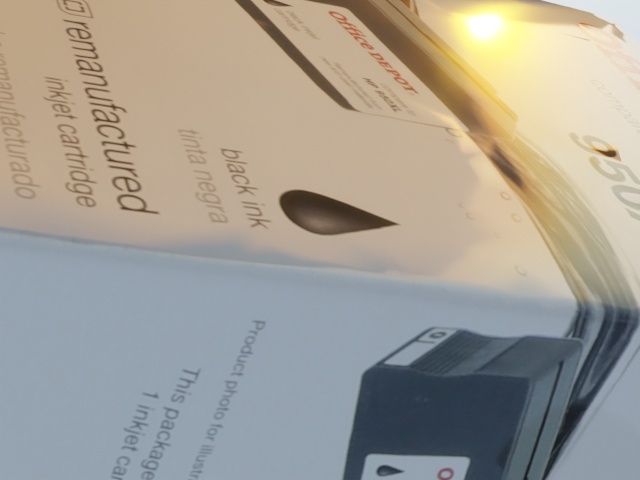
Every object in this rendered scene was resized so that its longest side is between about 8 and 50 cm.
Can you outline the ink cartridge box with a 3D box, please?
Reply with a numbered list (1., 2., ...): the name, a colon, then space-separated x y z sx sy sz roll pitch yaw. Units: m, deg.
1. ink cartridge box: 0.000 0.000 0.574 0.166 0.395 0.285 -66 -149 29
